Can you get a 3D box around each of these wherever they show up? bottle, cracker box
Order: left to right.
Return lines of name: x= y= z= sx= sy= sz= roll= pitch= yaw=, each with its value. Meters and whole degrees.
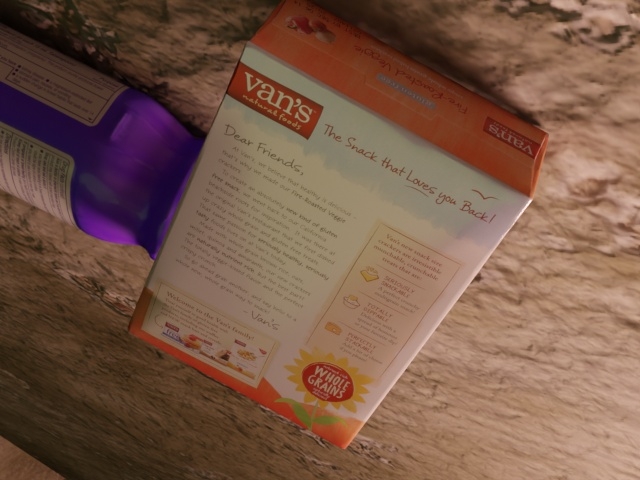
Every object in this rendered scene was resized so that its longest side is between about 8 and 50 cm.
bottle: x=-0.151 y=-0.058 z=0.702 sx=0.282 sy=0.092 sz=0.118 roll=26 pitch=155 yaw=5
cracker box: x=0.000 y=0.000 z=0.580 sx=0.155 sy=0.067 sz=0.232 roll=29 pitch=132 yaw=-1
